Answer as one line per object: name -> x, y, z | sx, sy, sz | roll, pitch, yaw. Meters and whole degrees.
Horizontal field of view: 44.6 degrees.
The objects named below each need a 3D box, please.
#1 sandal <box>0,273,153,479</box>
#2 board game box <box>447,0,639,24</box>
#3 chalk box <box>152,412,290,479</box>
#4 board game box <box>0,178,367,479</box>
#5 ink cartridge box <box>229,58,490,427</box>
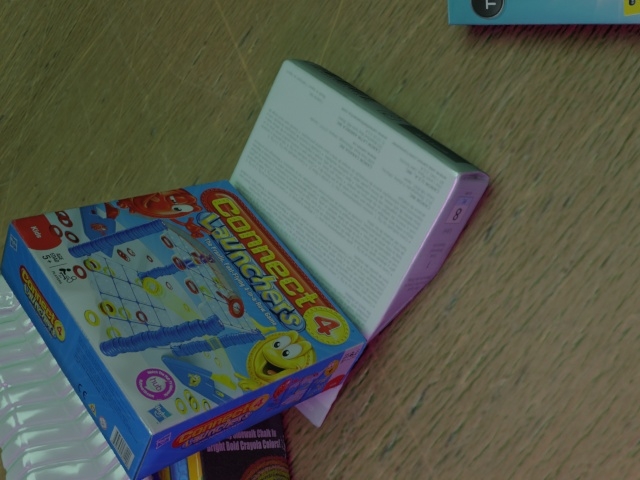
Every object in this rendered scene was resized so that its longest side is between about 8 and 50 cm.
sandal -> -0.282, 0.224, 0.900 | 0.169, 0.102, 0.416 | -27, 77, 10
board game box -> 0.305, -0.372, 0.862 | 0.336, 0.079, 0.253 | 8, 118, 30
chalk box -> -0.162, 0.263, 0.980 | 0.179, 0.180, 0.288 | -21, 67, 27
board game box -> -0.155, 0.077, 0.904 | 0.308, 0.302, 0.086 | 48, 131, 25
ink cartridge box -> 0.000, 0.000, 1.036 | 0.308, 0.091, 0.385 | 39, 115, 30
